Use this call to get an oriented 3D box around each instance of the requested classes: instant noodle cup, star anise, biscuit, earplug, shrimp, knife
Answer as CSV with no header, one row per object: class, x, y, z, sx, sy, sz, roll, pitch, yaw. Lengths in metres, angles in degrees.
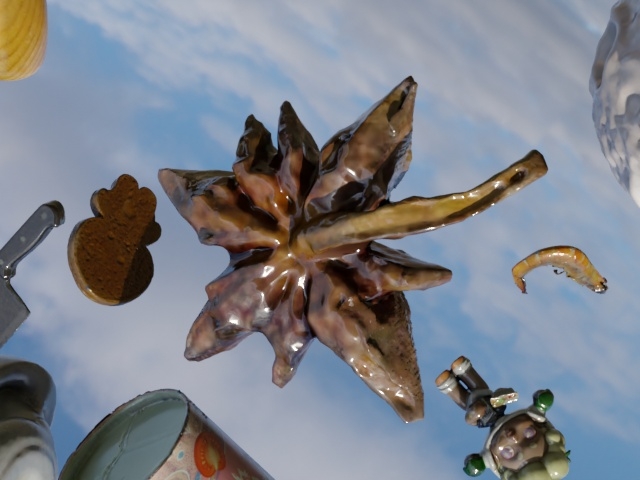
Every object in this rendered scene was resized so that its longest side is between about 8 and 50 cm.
instant noodle cup,-0.168,0.321,1.174,0.231,0.243,0.243,55,-163,-25
star anise,0.001,0.001,0.819,0.349,0.293,0.109,14,-155,22
biscuit,-0.254,0.002,1.221,0.124,0.026,0.175,40,-130,-34
earplug,-0.431,0.287,1.259,0.174,0.214,0.326,-10,-137,-6
shrimp,0.272,0.041,1.097,0.127,0.091,0.025,26,-133,-31
knife,-0.323,0.063,0.969,0.072,0.245,0.019,47,-164,10

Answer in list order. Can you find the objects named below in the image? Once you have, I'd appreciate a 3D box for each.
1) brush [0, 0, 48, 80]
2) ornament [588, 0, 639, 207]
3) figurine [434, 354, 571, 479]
brush,-0.299,-0.273,0.867,0.166,0.174,0.267,-36,-76,-57
ornament,0.432,-0.153,0.945,0.337,0.337,0.337,32,-154,-17
figurine,0.226,0.231,1.210,0.197,0.147,0.093,47,179,8
